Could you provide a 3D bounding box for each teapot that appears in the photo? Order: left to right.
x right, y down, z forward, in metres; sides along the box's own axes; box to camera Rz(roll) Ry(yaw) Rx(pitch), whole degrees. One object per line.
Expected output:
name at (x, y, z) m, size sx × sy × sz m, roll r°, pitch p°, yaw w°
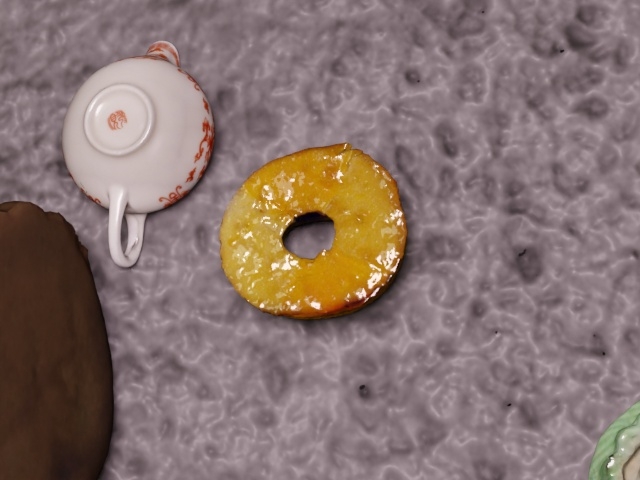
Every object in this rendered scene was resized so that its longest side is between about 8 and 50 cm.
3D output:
teapot at (-0.189, -0.095, 1.543) m, size 0.159 × 0.116 × 0.245 m, roll 12°, pitch 85°, yaw 5°

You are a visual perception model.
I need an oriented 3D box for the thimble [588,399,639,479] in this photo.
thimble at (0.340, 0.223, 1.296) m, size 0.219 × 0.150 × 0.219 m, roll -5°, pitch 70°, yaw 13°

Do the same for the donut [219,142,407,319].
donut at (0.000, -0.001, 1.482) m, size 0.190 × 0.074 × 0.174 m, roll -25°, pitch 73°, yaw 11°

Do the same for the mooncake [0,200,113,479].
mooncake at (-0.333, 0.127, 1.403) m, size 0.187 × 0.324 × 0.324 m, roll -7°, pitch 74°, yaw 19°
